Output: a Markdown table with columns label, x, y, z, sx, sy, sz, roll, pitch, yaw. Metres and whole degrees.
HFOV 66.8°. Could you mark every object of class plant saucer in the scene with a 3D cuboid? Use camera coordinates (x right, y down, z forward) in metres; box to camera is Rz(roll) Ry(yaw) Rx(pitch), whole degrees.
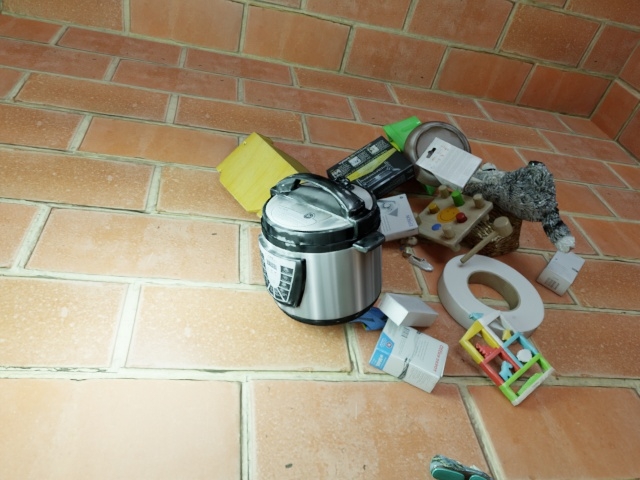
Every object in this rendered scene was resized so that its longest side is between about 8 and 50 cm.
| label | x | y | z | sx | sy | sz | roll | pitch | yaw |
| --- | --- | --- | --- | --- | --- | --- | --- | --- | --- |
| plant saucer | 0.520 | -0.387 | 2.126 | 0.311 | 0.050 | 0.310 | 1 | 79 | -4 |

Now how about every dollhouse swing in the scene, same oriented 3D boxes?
| label | x | y | z | sx | sy | sz | roll | pitch | yaw |
| --- | --- | --- | --- | --- | --- | --- | --- | --- | --- |
| dollhouse swing | -0.180 | -0.227 | 2.024 | 0.315 | 0.305 | 0.347 | -44 | 60 | -2 |

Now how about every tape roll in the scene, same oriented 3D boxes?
| label | x | y | z | sx | sy | sz | roll | pitch | yaw |
| --- | --- | --- | --- | --- | --- | --- | --- | --- | --- |
| tape roll | 0.626 | 0.206 | 1.791 | 0.392 | 0.072 | 0.392 | 10 | 40 | -9 |

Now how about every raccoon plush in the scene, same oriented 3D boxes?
| label | x | y | z | sx | sy | sz | roll | pitch | yaw |
| --- | --- | --- | --- | --- | --- | --- | --- | --- | --- |
| raccoon plush | 0.755 | -0.136 | 1.886 | 0.299 | 0.216 | 0.446 | -14 | 49 | 0 |

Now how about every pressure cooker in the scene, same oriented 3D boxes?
| label | x | y | z | sx | sy | sz | roll | pitch | yaw |
| --- | --- | --- | --- | --- | --- | --- | --- | --- | --- |
| pressure cooker | 0.003 | -0.003 | 1.483 | 0.370 | 0.420 | 0.375 | -2 | 32 | 3 |

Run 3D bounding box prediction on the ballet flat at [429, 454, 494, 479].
| label | x | y | z | sx | sy | sz | roll | pitch | yaw |
| --- | --- | --- | --- | --- | --- | --- | --- | --- | --- |
| ballet flat | 0.372 | 0.597 | 1.243 | 0.188 | 0.070 | 0.070 | 22 | 39 | 1 |

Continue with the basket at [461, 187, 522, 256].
| label | x | y | z | sx | sy | sz | roll | pitch | yaw |
| --- | --- | --- | --- | --- | --- | --- | --- | --- | --- |
| basket | 0.699 | -0.059 | 2.118 | 0.213 | 0.223 | 0.299 | -35 | 55 | -6 |

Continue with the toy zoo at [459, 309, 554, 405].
| label | x | y | z | sx | sy | sz | roll | pitch | yaw |
| --- | --- | --- | --- | --- | --- | --- | --- | --- | --- |
| toy zoo | 0.582 | 0.352 | 1.561 | 0.192 | 0.030 | 0.293 | -29 | 66 | -26 |

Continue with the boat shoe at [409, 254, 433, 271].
| label | x | y | z | sx | sy | sz | roll | pitch | yaw |
| --- | --- | --- | --- | --- | --- | --- | --- | --- | --- |
| boat shoe | 0.393 | 0.086 | 1.877 | 0.100 | 0.035 | 0.035 | 27 | 40 | 13 |

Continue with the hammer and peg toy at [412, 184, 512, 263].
| label | x | y | z | sx | sy | sz | roll | pitch | yaw |
| --- | --- | --- | --- | --- | --- | --- | --- | --- | --- |
| hammer and peg toy | 0.539 | -0.075 | 1.900 | 0.266 | 0.127 | 0.361 | -42 | 36 | -14 |

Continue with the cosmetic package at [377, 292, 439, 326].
| label | x | y | z | sx | sy | sz | roll | pitch | yaw |
| --- | --- | --- | --- | --- | --- | --- | --- | --- | --- |
| cosmetic package | 0.286 | 0.227 | 1.565 | 0.099 | 0.060 | 0.239 | 39 | 14 | 35 |

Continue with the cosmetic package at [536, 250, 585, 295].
| label | x | y | z | sx | sy | sz | roll | pitch | yaw |
| --- | --- | --- | --- | --- | --- | --- | --- | --- | --- |
| cosmetic package | 1.001 | 0.123 | 2.018 | 0.117 | 0.085 | 0.231 | 35 | 43 | 20 |

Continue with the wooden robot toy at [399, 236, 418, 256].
| label | x | y | z | sx | sy | sz | roll | pitch | yaw |
| --- | --- | --- | --- | --- | --- | --- | --- | --- | --- |
| wooden robot toy | 0.365 | -0.004 | 1.952 | 0.079 | 0.076 | 0.173 | 17 | 38 | -17 |

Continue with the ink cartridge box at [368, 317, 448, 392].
| label | x | y | z | sx | sy | sz | roll | pitch | yaw |
| --- | --- | --- | --- | --- | --- | --- | --- | --- | --- |
| ink cartridge box | 0.271 | 0.348 | 1.479 | 0.203 | 0.086 | 0.148 | 25 | 38 | 9 |

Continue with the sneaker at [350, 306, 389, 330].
| label | x | y | z | sx | sy | sz | roll | pitch | yaw |
| --- | --- | --- | --- | --- | --- | --- | --- | --- | --- |
| sneaker | 0.186 | 0.260 | 1.585 | 0.209 | 0.082 | 0.069 | 18 | -5 | -21 |

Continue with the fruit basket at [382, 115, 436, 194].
| label | x | y | z | sx | sy | sz | roll | pitch | yaw |
| --- | --- | --- | --- | --- | --- | --- | --- | --- | --- |
| fruit basket | 0.387 | -0.380 | 2.317 | 0.392 | 0.283 | 0.392 | -16 | 53 | 22 |

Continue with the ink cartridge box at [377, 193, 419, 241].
| label | x | y | z | sx | sy | sz | roll | pitch | yaw |
| --- | --- | --- | --- | --- | --- | --- | --- | --- | --- |
| ink cartridge box | 0.259 | -0.084 | 1.948 | 0.224 | 0.045 | 0.223 | -15 | 42 | 5 |

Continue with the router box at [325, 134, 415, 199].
| label | x | y | z | sx | sy | sz | roll | pitch | yaw |
| --- | --- | --- | --- | --- | --- | --- | --- | --- | --- |
| router box | 0.215 | -0.293 | 2.112 | 0.309 | 0.081 | 0.243 | -32 | 53 | -4 |

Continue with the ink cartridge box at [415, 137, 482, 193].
| label | x | y | z | sx | sy | sz | roll | pitch | yaw |
| --- | --- | --- | --- | --- | --- | --- | --- | --- | --- |
| ink cartridge box | 0.543 | -0.320 | 2.060 | 0.225 | 0.056 | 0.181 | 31 | 66 | 21 |
